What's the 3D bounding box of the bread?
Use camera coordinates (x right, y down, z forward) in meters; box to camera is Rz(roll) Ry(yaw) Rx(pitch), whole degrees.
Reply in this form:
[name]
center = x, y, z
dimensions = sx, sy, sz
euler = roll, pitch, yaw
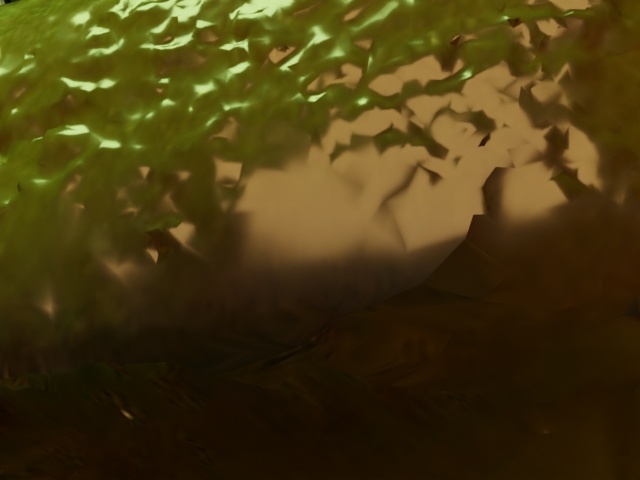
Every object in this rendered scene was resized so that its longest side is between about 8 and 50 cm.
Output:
[bread]
center = 0.000, 0.000, 0.457
dimensions = 0.377, 0.208, 0.251
euler = -9, 77, 15
